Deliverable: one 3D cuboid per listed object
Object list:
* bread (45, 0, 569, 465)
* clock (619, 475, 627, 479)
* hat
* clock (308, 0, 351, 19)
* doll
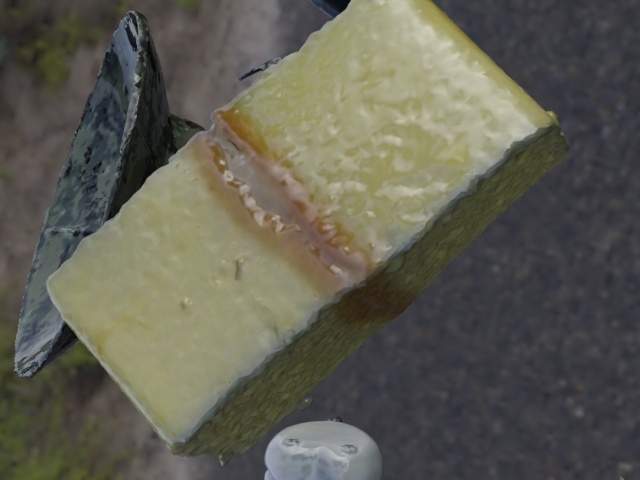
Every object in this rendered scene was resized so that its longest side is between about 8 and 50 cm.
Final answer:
[{"bbox_3d":[0.000,0.000,0.990,0.266,0.178,0.142,-45,19,6],"label":"bread"},{"bbox_3d":[0.151,0.253,1.378,0.057,0.237,0.237,51,128,31],"label":"clock"},{"bbox_3d":[-0.112,-0.014,1.290,0.265,0.128,0.265,-161,90,-78],"label":"hat"},{"bbox_3d":[-0.035,-0.340,1.671,0.076,0.386,0.386,-42,20,-8],"label":"clock"},{"bbox_3d":[-0.001,0.257,1.741,0.107,0.110,0.181,-3,-80,-77],"label":"doll"}]
